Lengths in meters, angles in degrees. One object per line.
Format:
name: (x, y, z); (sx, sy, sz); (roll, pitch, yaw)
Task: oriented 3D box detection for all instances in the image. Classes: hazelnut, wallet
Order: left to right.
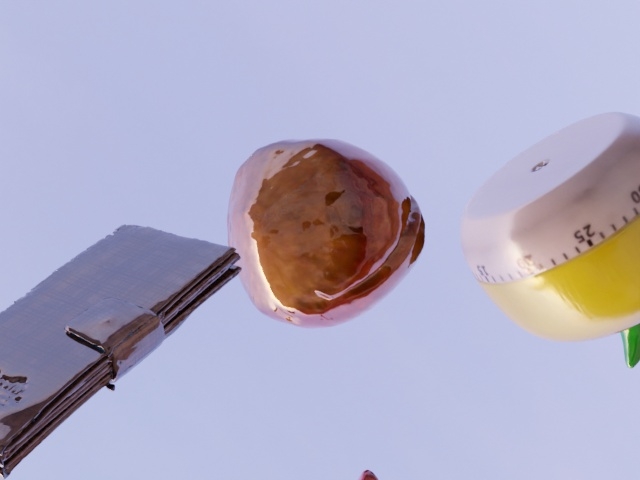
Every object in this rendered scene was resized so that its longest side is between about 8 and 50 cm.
wallet: (-0.167, 0.062, 0.582); (0.230, 0.124, 0.042); (-41, -47, -44)
hazelnut: (0.000, 0.000, 0.761); (0.182, 0.182, 0.182); (2, -100, -11)

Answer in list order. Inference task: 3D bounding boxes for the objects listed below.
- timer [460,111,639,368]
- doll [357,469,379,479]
timer: (0.318, 0.023, 0.955); (0.285, 0.285, 0.285); (2, -100, -11)
doll: (0.182, 0.251, 0.456); (0.383, 0.188, 0.099); (24, -72, -2)
